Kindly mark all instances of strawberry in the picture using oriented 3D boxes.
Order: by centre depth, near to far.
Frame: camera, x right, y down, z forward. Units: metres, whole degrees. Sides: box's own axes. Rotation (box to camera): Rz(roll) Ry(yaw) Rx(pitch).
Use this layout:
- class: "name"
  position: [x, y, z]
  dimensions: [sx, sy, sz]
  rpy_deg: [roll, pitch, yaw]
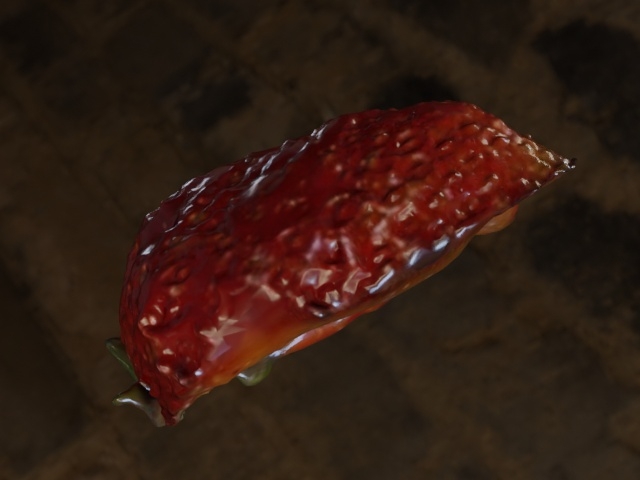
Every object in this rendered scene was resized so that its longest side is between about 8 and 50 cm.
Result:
- class: "strawberry"
  position: [0.000, 0.000, 0.614]
  dimensions: [0.187, 0.082, 0.146]
  rpy_deg: [-28, -174, 28]
